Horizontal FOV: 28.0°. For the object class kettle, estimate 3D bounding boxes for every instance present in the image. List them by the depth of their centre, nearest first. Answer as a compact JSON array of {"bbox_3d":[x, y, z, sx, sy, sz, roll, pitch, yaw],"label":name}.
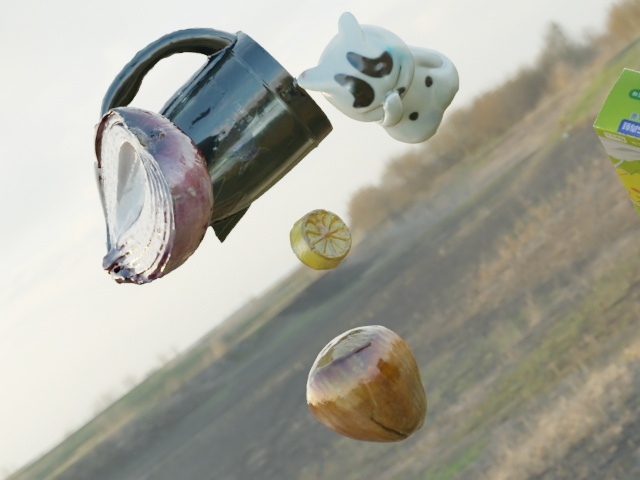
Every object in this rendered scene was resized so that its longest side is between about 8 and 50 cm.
[{"bbox_3d":[-0.196,-0.178,2.081,0.324,0.321,0.228,-45,21,-1],"label":"kettle"}]

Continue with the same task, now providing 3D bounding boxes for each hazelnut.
[{"bbox_3d":[0.055,0.179,1.523,0.150,0.150,0.150,-37,-1,-1],"label":"hazelnut"}]

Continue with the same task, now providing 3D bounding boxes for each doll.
[{"bbox_3d":[0.073,-0.175,1.411,0.180,0.107,0.110,13,-69,-52],"label":"doll"}]

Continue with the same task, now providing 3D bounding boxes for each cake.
[{"bbox_3d":[0.000,0.000,1.718,0.084,0.084,0.044,-36,-2,-40],"label":"cake"}]

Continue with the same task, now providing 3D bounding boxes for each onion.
[{"bbox_3d":[-0.233,-0.050,1.787,0.120,0.227,0.283,-12,-35,-34],"label":"onion"}]

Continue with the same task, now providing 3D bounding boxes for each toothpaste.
[{"bbox_3d":[0.392,-0.061,1.364,0.077,0.110,0.327,-61,-36,-13],"label":"toothpaste"}]
